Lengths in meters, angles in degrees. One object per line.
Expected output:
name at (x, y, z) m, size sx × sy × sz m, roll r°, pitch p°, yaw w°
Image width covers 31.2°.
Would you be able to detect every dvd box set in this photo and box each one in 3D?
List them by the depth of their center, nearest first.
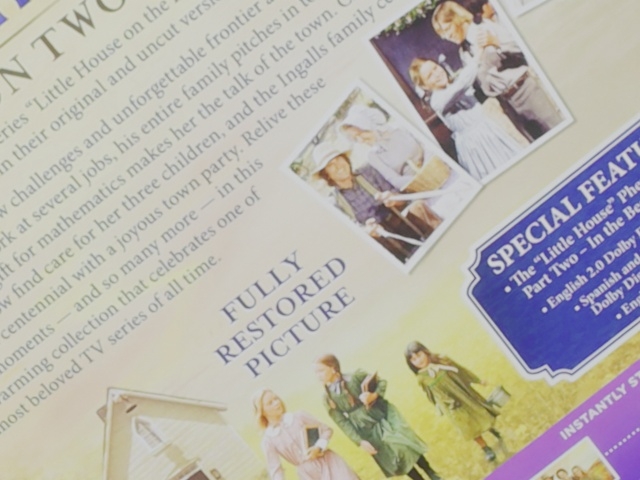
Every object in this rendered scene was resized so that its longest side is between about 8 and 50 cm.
dvd box set at (0.000, 0.000, 0.400) m, size 0.307 × 0.420 × 0.062 m, roll -39°, pitch 12°, yaw 2°
